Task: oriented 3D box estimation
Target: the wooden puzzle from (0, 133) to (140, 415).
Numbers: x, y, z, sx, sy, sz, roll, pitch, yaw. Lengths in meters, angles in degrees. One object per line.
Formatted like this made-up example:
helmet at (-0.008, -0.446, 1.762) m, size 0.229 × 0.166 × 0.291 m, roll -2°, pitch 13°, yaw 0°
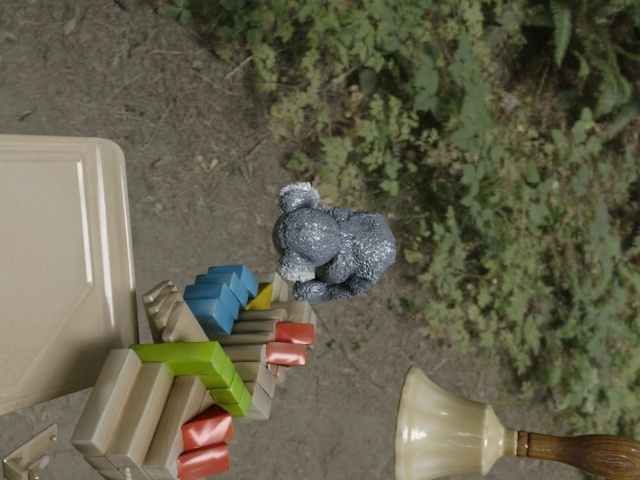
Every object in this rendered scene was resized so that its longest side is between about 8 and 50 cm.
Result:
wooden puzzle at (-0.259, 0.027, 0.554) m, size 0.239 × 0.044 × 0.221 m, roll -8°, pitch 95°, yaw -50°

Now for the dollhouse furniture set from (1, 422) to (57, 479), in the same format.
dollhouse furniture set at (-0.527, 0.483, 1.392) m, size 0.123 × 0.151 × 0.144 m, roll -36°, pitch 146°, yaw -50°

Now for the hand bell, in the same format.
hand bell at (0.200, 0.195, 0.660) m, size 0.126 × 0.242 × 0.126 m, roll 4°, pitch 90°, yaw -72°

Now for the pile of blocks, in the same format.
pile of blocks at (-0.077, 0.096, 0.655) m, size 0.362 × 0.113 × 0.149 m, roll -54°, pitch 135°, yaw -64°

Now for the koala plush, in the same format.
koala plush at (0.000, 0.000, 1.222) m, size 0.221 × 0.203 × 0.196 m, roll 24°, pitch 66°, yaw -50°

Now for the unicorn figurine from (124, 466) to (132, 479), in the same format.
unicorn figurine at (-0.128, 0.203, 0.478) m, size 0.060 × 0.162 × 0.111 m, roll 57°, pitch 24°, yaw 16°
